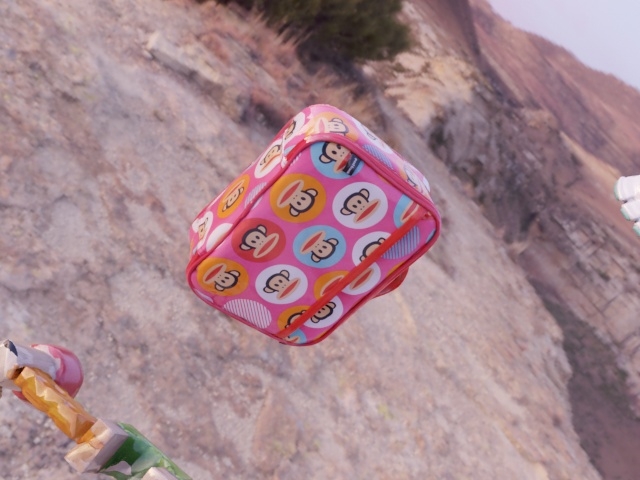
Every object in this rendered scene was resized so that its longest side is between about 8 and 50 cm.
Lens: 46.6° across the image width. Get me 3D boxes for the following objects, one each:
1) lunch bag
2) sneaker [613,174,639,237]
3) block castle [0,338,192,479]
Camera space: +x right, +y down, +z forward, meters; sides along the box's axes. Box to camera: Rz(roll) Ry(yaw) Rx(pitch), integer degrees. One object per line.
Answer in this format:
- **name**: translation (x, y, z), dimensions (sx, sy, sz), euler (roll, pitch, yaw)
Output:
- **lunch bag**: translation (0.000, 0.000, 0.943), dimensions (0.258, 0.293, 0.120), euler (33, 27, -27)
- **sneaker**: translation (0.258, 0.011, 0.456), dimensions (0.166, 0.076, 0.065), euler (57, 26, 15)
- **block castle**: translation (-0.268, 0.352, 0.842), dimensions (0.453, 0.303, 0.213), euler (36, -12, 14)
